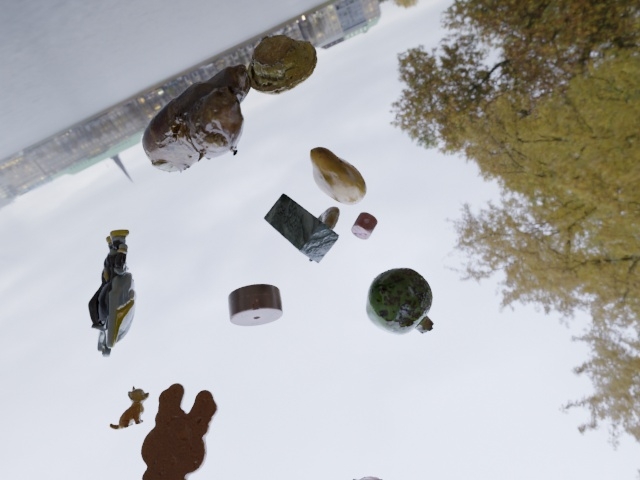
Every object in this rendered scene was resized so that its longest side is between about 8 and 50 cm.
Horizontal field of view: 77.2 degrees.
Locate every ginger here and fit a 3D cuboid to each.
[{"bbox_3d":[-0.353,-0.293,1.104,0.419,0.176,0.254,-24,-130,30],"label":"ginger"}]

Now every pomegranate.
[{"bbox_3d":[0.290,0.229,1.444,0.254,0.270,0.254,-42,173,-6],"label":"pomegranate"}]

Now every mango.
[{"bbox_3d":[0.044,-0.166,1.084,0.109,0.262,0.157,-46,-115,14],"label":"mango"}]

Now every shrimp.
[{"bbox_3d":[0.012,-0.029,1.330,0.185,0.068,0.287,-62,-169,5],"label":"shrimp"}]

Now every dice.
[{"bbox_3d":[0.195,-0.065,1.790,0.093,0.091,0.094,31,-118,6],"label":"dice"}]

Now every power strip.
[{"bbox_3d":[-0.183,0.184,1.132,0.154,0.154,0.078,-19,-118,13],"label":"power strip"}]

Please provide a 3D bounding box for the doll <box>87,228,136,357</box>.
[{"bbox_3d":[-0.522,0.131,1.010,0.146,0.103,0.316,-14,-108,27],"label":"doll"}]

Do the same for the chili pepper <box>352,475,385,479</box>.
[{"bbox_3d":[0.163,0.532,0.737,0.110,0.110,0.388,-37,-168,-21],"label":"chili pepper"}]

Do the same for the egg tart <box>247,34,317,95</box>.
[{"bbox_3d":[-0.128,-0.553,1.235,0.241,0.106,0.240,-9,-120,16],"label":"egg tart"}]

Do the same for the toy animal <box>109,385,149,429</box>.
[{"bbox_3d":[-0.412,0.359,0.868,0.081,0.083,0.060,-9,164,-14],"label":"toy animal"}]

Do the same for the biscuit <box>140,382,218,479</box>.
[{"bbox_3d":[-0.443,0.622,1.241,0.202,0.047,0.333,8,-117,4],"label":"biscuit"}]

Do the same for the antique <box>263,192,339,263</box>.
[{"bbox_3d":[-0.053,-0.036,0.984,0.088,0.086,0.183,-52,-131,1],"label":"antique"}]
